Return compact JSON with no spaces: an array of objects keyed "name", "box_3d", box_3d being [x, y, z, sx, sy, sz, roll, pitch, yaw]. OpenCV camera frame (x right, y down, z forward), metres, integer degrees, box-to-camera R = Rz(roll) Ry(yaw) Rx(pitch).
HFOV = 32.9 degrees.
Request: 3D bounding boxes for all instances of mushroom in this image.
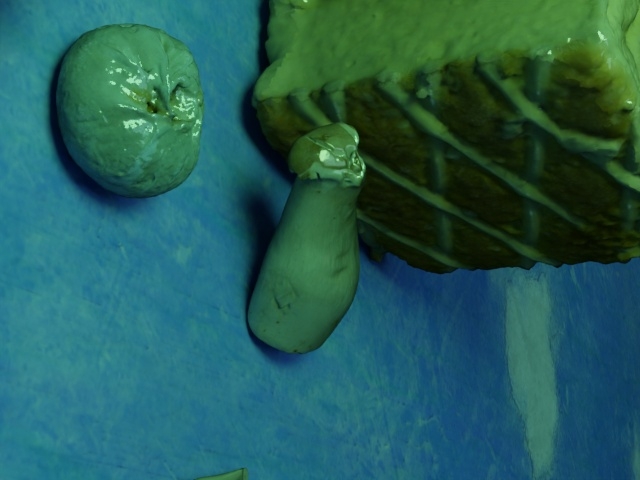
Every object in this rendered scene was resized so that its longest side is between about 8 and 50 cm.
[{"name":"mushroom","box_3d":[0.000,0.000,1.009,0.116,0.093,0.225,-22,142,-50]}]

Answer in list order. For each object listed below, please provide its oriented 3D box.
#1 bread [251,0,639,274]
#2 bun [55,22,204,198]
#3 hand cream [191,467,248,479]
[{"name":"bread","box_3d":[0.171,-0.158,1.109,0.390,0.371,0.279,46,49,-47]},{"name":"bun","box_3d":[-0.137,-0.102,0.839,0.140,0.083,0.141,4,86,-60]},{"name":"hand cream","box_3d":[-0.099,0.228,0.923,0.165,0.037,0.057,18,70,-67]}]
